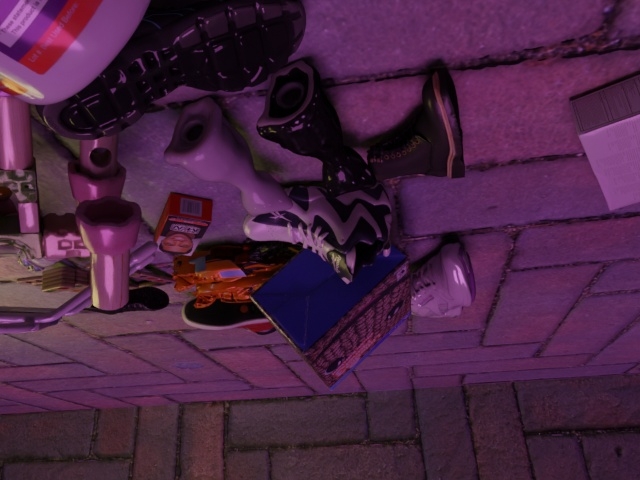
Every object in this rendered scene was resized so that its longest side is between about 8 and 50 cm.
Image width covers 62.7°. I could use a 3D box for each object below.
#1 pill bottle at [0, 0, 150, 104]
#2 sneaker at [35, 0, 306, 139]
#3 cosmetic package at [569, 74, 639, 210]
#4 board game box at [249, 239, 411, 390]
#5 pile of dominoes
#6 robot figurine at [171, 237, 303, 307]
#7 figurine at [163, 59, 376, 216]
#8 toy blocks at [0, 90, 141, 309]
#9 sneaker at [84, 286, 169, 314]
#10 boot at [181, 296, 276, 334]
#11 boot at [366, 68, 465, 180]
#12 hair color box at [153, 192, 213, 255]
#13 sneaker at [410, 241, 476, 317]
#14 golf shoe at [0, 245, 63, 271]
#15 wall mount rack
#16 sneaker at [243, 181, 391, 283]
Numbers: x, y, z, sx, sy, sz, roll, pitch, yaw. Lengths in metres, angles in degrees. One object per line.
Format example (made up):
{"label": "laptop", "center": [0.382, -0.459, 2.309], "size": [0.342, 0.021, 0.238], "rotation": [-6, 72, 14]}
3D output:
{"label": "pill bottle", "center": [-0.269, -0.235, 0.307], "size": [0.181, 0.182, 0.323], "rotation": [-19, 149, 30]}
{"label": "sneaker", "center": [-0.146, -0.193, 0.503], "size": [0.267, 0.106, 0.101], "rotation": [-21, 153, -9]}
{"label": "cosmetic package", "center": [0.419, -0.125, 0.714], "size": [0.098, 0.061, 0.239], "rotation": [-16, 150, 31]}
{"label": "board game box", "center": [0.036, 0.119, 0.961], "size": [0.232, 0.141, 0.291], "rotation": [-42, 154, -10]}
{"label": "pile of dominoes", "center": [-0.445, 0.097, 1.064], "size": [0.195, 0.040, 0.251], "rotation": [-13, 163, 21]}
{"label": "robot figurine", "center": [-0.127, 0.068, 1.034], "size": [0.290, 0.085, 0.211], "rotation": [-6, 154, 8]}
{"label": "figurine", "center": [-0.055, -0.102, 0.683], "size": [0.214, 0.093, 0.209], "rotation": [-13, 150, 22]}
{"label": "toy blocks", "center": [-0.365, -0.101, 0.589], "size": [0.288, 0.309, 0.260], "rotation": [-3, 123, -25]}
{"label": "sneaker", "center": [-0.413, 0.127, 1.100], "size": [0.089, 0.051, 0.170], "rotation": [-16, 165, 43]}
{"label": "boot", "center": [-0.210, 0.192, 1.282], "size": [0.244, 0.089, 0.176], "rotation": [0, 155, -11]}
{"label": "boot", "center": [0.112, -0.129, 0.676], "size": [0.136, 0.077, 0.198], "rotation": [-5, 153, 17]}
{"label": "hair color box", "center": [-0.235, -0.023, 0.889], "size": [0.071, 0.043, 0.141], "rotation": [9, 152, -23]}
{"label": "sneaker", "center": [0.234, 0.101, 1.093], "size": [0.152, 0.114, 0.305], "rotation": [-5, 153, 3]}
{"label": "golf shoe", "center": [-0.508, -0.001, 0.902], "size": [0.085, 0.069, 0.176], "rotation": [-13, 162, 8]}
{"label": "wall mount rack", "center": [-0.403, 0.066, 0.775], "size": [0.303, 0.131, 0.350], "rotation": [3, 175, -18]}
{"label": "sneaker", "center": [0.000, 0.000, 0.800], "size": [0.234, 0.153, 0.094], "rotation": [-6, 142, -4]}
